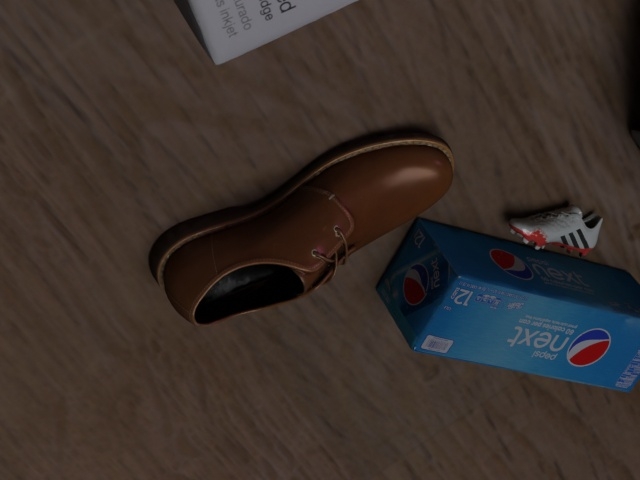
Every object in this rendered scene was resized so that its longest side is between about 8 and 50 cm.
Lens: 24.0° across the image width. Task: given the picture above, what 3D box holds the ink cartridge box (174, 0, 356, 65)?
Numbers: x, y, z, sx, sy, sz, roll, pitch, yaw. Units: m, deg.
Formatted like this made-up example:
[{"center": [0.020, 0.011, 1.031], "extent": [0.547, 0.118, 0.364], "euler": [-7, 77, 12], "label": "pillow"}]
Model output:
[{"center": [0.024, -0.247, 0.764], "extent": [0.278, 0.117, 0.201], "euler": [-26, 132, -6], "label": "ink cartridge box"}]

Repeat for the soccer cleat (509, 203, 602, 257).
[{"center": [0.168, -0.011, 1.076], "extent": [0.083, 0.029, 0.035], "euler": [12, 110, -36], "label": "soccer cleat"}]

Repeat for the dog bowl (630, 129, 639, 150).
[{"center": [0.377, -0.125, 0.993], "extent": [0.349, 0.102, 0.349], "euler": [-4, 127, -6], "label": "dog bowl"}]

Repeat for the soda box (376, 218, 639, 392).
[{"center": [0.149, 0.049, 1.081], "extent": [0.210, 0.071, 0.067], "euler": [14, 118, -33], "label": "soda box"}]

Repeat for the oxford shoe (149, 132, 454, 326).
[{"center": [0.000, 0.000, 0.972], "extent": [0.212, 0.076, 0.076], "euler": [-27, 130, -7], "label": "oxford shoe"}]
